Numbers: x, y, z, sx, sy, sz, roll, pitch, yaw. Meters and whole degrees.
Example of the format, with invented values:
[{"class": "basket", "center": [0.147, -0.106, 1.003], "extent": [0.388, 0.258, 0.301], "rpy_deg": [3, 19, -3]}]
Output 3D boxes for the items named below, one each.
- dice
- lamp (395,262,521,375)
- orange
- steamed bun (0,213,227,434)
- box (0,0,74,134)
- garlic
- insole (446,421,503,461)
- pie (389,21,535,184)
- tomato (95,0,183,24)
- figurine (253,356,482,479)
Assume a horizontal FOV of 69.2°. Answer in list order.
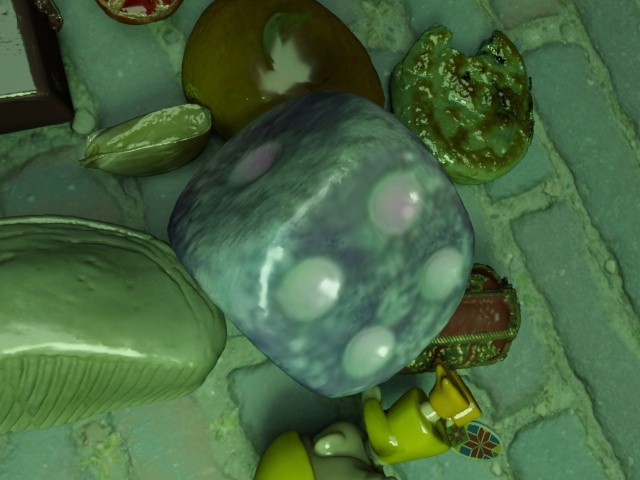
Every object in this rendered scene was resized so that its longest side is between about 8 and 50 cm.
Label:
[{"class": "dice", "center": [0.000, 0.000, 0.576], "extent": [0.270, 0.270, 0.271], "rpy_deg": [-44, 125, -8]}, {"class": "lamp", "center": [0.176, 0.122, 0.737], "extent": [0.273, 0.177, 0.177], "rpy_deg": [-2, 85, -14]}, {"class": "orange", "center": [-0.055, -0.246, 0.729], "extent": [0.334, 0.196, 0.263], "rpy_deg": [41, 91, -12]}, {"class": "steamed bun", "center": [-0.322, 0.088, 0.577], "extent": [0.383, 0.247, 0.236], "rpy_deg": [-1, 58, -23]}, {"class": "box", "center": [-0.494, -0.232, 0.621], "extent": [0.293, 0.193, 0.168], "rpy_deg": [-16, 96, -13]}, {"class": "garlic", "center": [-0.255, -0.148, 0.701], "extent": [0.195, 0.101, 0.087], "rpy_deg": [-17, 85, -8]}, {"class": "insole", "center": [0.235, 0.335, 0.805], "extent": [0.193, 0.006, 0.065], "rpy_deg": [26, 80, -9]}, {"class": "pie", "center": [0.262, -0.246, 0.839], "extent": [0.302, 0.067, 0.303], "rpy_deg": [2, 83, -13]}, {"class": "tomato", "center": [-0.291, -0.403, 0.735], "extent": [0.155, 0.069, 0.156], "rpy_deg": [2, 82, -14]}, {"class": "figurine", "center": [0.062, 0.304, 0.647], "extent": [0.343, 0.187, 0.215], "rpy_deg": [-40, 125, 7]}]
